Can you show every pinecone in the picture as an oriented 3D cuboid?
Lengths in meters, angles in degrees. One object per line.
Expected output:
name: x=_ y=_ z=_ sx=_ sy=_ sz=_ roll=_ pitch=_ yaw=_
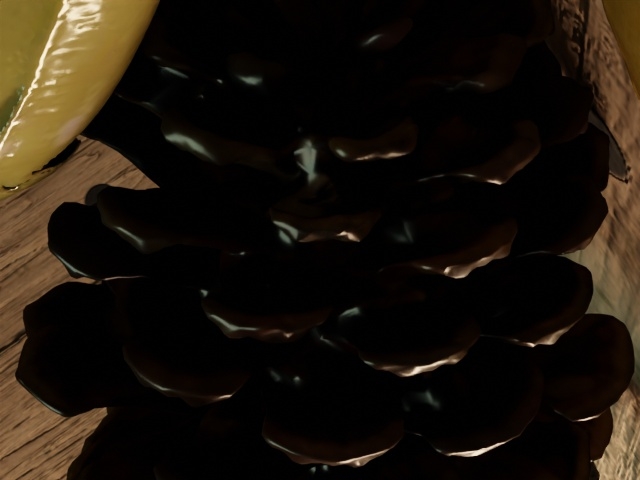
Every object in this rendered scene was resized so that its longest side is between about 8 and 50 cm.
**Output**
pinecone: x=-0.003 y=0.002 z=0.746 sx=0.246 sy=0.246 sz=0.292 roll=50 pitch=154 yaw=39

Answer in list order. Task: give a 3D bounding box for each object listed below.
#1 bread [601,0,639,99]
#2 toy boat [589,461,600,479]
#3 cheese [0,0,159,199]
bread: x=0.103 y=-0.044 z=0.401 sx=0.189 sy=0.077 sz=0.114 roll=56 pitch=179 yaw=-44
toy boat: x=0.181 y=0.205 z=1.002 sx=0.310 sy=0.115 sz=0.089 roll=57 pitch=-175 yaw=5
cheese: x=-0.113 y=-0.157 z=0.622 sx=0.259 sy=0.128 sz=0.315 roll=-118 pitch=33 yaw=-49
